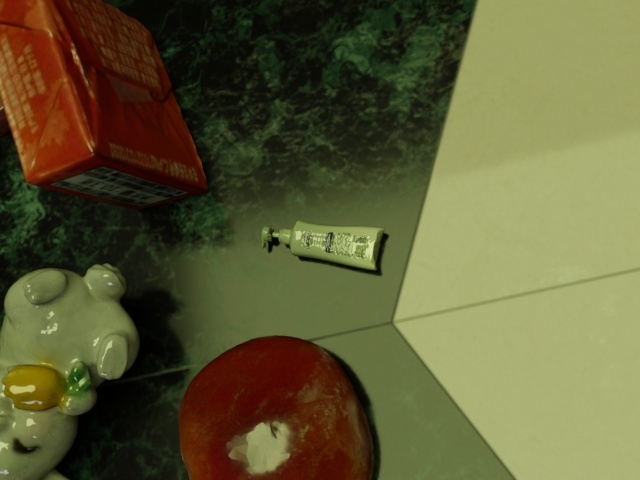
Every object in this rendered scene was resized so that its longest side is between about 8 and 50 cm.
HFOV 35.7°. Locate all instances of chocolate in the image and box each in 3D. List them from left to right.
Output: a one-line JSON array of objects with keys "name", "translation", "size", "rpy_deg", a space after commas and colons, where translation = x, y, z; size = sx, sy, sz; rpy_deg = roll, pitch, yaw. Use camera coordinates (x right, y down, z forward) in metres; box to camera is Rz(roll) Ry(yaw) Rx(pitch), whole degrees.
[{"name": "chocolate", "translation": [-0.252, -0.155, 1.108], "size": [0.108, 0.237, 0.235], "rpy_deg": [-27, 75, 17]}]

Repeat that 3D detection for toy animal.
[{"name": "toy animal", "translation": [-0.313, 0.179, 1.099], "size": [0.208, 0.154, 0.325], "rpy_deg": [7, 101, -7]}]

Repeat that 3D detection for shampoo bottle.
[{"name": "shampoo bottle", "translation": [0.000, 0.000, 1.121], "size": [0.141, 0.034, 0.049], "rpy_deg": [8, 88, 15]}]

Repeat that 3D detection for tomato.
[{"name": "tomato", "translation": [-0.051, 0.209, 1.035], "size": [0.200, 0.139, 0.233], "rpy_deg": [-19, 75, 2]}]

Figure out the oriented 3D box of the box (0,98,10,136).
[{"name": "box", "translation": [-0.440, -0.197, 1.247], "size": [0.111, 0.060, 0.156], "rpy_deg": [-34, 76, 4]}]
